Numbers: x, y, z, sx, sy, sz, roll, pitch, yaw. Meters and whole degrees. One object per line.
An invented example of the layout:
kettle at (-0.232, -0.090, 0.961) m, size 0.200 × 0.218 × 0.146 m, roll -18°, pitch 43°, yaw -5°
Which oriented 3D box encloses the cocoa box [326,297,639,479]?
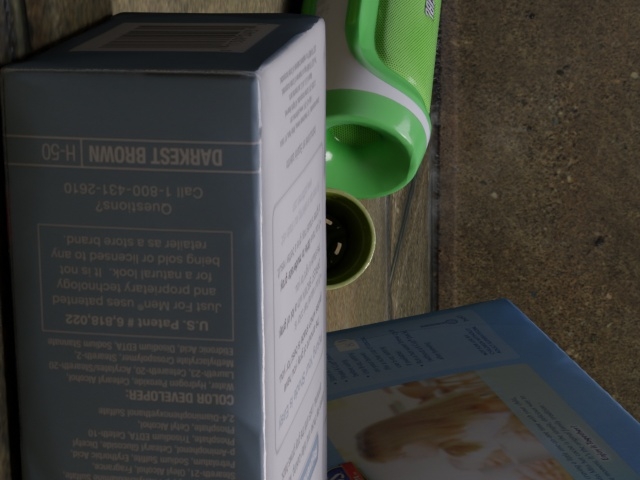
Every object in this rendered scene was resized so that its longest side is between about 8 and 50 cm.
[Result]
cocoa box at (0.089, 0.217, 0.985) m, size 0.347 × 0.232 × 0.227 m, roll -131°, pitch -145°, yaw -61°

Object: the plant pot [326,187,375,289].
plant pot at (0.000, 0.000, 1.291) m, size 0.079 × 0.083 × 0.083 m, roll 154°, pitch -61°, yaw -85°

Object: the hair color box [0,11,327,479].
hair color box at (-0.062, 0.089, 0.739) m, size 0.185 × 0.114 × 0.374 m, roll -61°, pitch 151°, yaw -73°

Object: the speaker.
speaker at (0.042, -0.184, 1.327) m, size 0.131 × 0.131 × 0.296 m, roll 81°, pitch 14°, yaw -53°
